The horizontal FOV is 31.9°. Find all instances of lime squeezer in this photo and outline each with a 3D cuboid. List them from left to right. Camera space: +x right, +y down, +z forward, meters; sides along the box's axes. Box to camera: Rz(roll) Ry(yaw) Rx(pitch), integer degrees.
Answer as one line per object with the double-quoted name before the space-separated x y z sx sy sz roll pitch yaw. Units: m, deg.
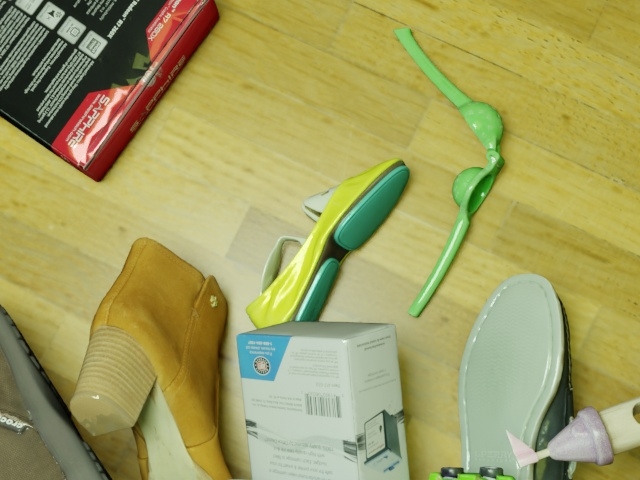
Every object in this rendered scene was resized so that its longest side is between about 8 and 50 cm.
"lime squeezer" 0.136 -0.078 1.158 0.109 0.059 0.311 -2 82 3

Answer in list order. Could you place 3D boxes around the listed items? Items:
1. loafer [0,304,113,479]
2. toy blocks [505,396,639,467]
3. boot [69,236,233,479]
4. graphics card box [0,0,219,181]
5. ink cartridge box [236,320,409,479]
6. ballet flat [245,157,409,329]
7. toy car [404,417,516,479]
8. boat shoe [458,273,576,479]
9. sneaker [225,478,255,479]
"loafer" -0.297 0.182 1.038 0.130 0.134 0.366 -32 46 -15
"toy blocks" 0.337 0.254 0.971 0.260 0.309 0.289 -21 64 -2
"boot" -0.122 0.155 1.106 0.104 0.295 0.211 -12 39 28
"graphics card box" -0.322 -0.259 1.197 0.371 0.094 0.233 34 85 7
"ink cartridge box" 0.003 0.176 1.046 0.139 0.082 0.191 -1 98 41
"ballet flat" 0.000 0.000 1.149 0.077 0.077 0.231 31 87 25
"toy car" 0.101 0.246 1.065 0.225 0.053 0.239 -7 78 41
"boat shoe" 0.197 0.187 1.098 0.114 0.091 0.303 6 81 44
"sneaker" -0.055 0.295 0.871 0.208 0.319 0.127 -14 114 33
